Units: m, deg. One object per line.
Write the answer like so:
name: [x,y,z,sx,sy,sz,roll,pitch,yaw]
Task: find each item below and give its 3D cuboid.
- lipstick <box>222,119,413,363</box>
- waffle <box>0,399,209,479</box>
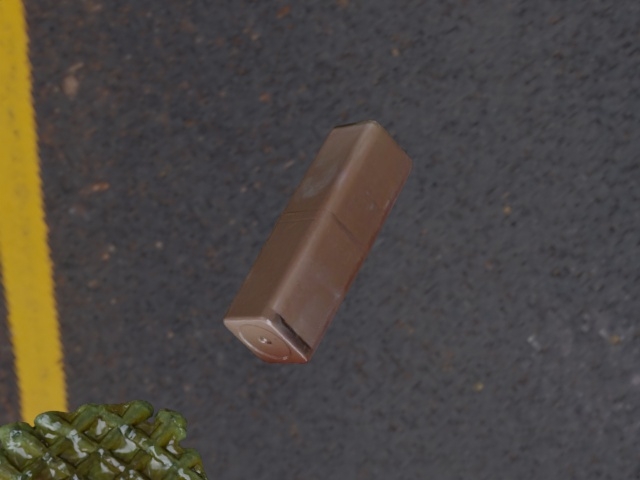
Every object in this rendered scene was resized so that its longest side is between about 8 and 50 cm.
lipstick: [0.000,0.000,0.852,0.045,0.145,0.045,-7,135,48]
waffle: [-0.171,0.205,1.121,0.036,0.183,0.169,111,149,-64]
